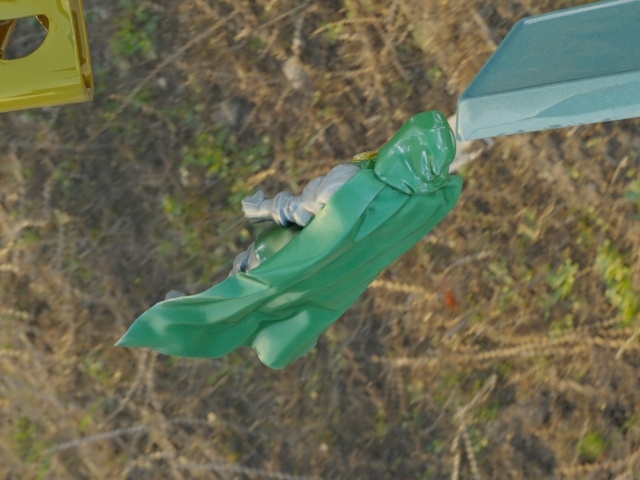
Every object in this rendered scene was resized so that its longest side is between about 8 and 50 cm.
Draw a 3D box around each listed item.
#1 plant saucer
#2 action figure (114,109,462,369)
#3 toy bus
[{"bbox_3d":[0.129,-0.070,0.517,0.192,0.067,0.018,-3,130,48],"label":"plant saucer"},{"bbox_3d":[0.000,0.000,0.782,0.232,0.137,0.063,-38,62,46],"label":"action figure"},{"bbox_3d":[-0.214,-0.100,0.765,0.202,0.191,0.104,-3,98,42],"label":"toy bus"}]
